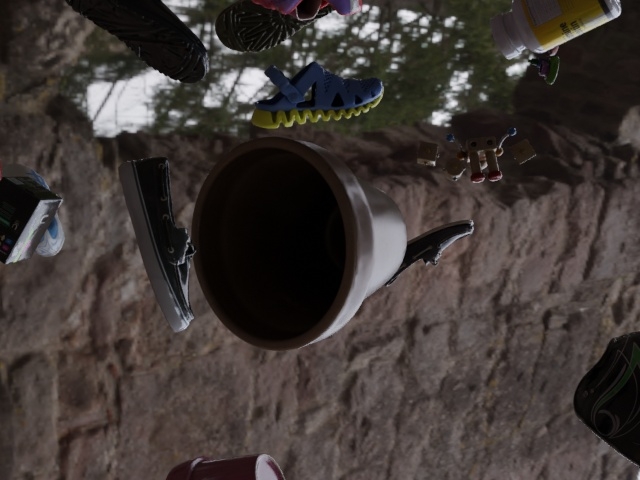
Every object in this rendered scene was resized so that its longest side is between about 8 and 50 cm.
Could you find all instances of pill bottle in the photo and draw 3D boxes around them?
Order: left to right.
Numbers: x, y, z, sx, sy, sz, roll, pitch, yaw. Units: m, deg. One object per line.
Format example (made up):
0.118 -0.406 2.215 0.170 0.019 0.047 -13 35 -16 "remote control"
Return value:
0.366 -0.359 1.251 0.184 0.103 0.103 -23 -106 30 "pill bottle"

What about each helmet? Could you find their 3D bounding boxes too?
0.441 0.207 1.065 0.162 0.169 0.169 -55 -135 9 "helmet"

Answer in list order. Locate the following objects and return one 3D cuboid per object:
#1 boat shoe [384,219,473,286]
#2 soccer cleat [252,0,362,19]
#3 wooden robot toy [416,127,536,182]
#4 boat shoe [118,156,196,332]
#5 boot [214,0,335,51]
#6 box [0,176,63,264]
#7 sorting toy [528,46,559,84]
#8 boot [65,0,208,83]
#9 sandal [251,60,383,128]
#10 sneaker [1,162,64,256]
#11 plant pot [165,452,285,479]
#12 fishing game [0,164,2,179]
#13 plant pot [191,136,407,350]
0.198 0.024 1.493 0.206 0.075 0.065 -24 -106 8 "boat shoe"
-0.055 -0.340 1.041 0.318 0.108 0.117 13 -58 55 "soccer cleat"
0.233 -0.119 1.207 0.079 0.173 0.076 65 20 -77 "wooden robot toy"
-0.121 0.000 0.624 0.049 0.040 0.142 108 -37 -81 "boat shoe"
-0.095 -0.431 1.403 0.269 0.236 0.089 -122 -166 -55 "boot"
-0.338 -0.023 0.885 0.052 0.062 0.083 31 -83 3 "box"
0.399 -0.328 1.423 0.061 0.042 0.102 101 -2 -74 "sorting toy"
-0.251 -0.387 1.245 0.094 0.246 0.207 -40 -157 50 "boot"
-0.007 -0.346 1.828 0.126 0.317 0.138 -128 -150 -66 "sandal"
-0.549 -0.071 1.494 0.237 0.085 0.086 53 -10 32 "sneaker"
-0.166 0.489 1.494 0.180 0.201 0.201 -25 -111 16 "plant pot"
-0.286 -0.109 0.409 0.041 0.264 0.189 -13 -99 39 "fishing game"
0.000 0.000 1.055 0.263 0.229 0.263 2 -87 37 "plant pot"
